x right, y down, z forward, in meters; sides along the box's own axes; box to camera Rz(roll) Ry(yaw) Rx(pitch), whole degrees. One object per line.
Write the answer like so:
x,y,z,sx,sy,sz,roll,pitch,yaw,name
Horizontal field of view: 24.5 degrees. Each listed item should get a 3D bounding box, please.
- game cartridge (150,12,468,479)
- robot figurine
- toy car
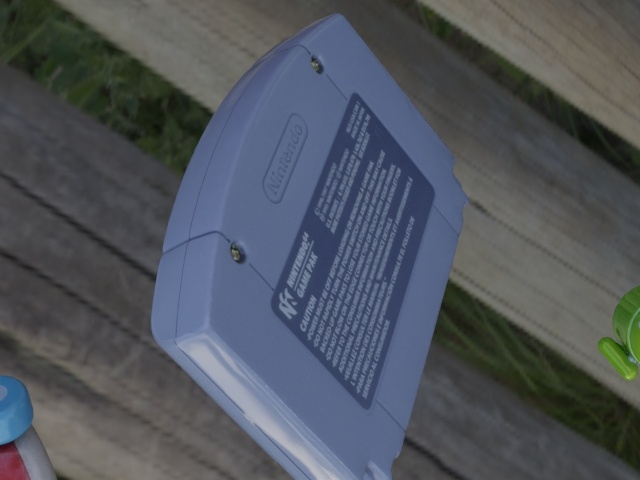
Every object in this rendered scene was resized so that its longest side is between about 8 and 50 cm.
0.000,0.000,0.919,0.062,0.297,0.198,-25,120,37,game cartridge
0.287,0.075,1.243,0.101,0.115,0.067,-41,98,4,robot figurine
-0.412,0.251,1.530,0.238,0.210,0.219,-24,127,-21,toy car
